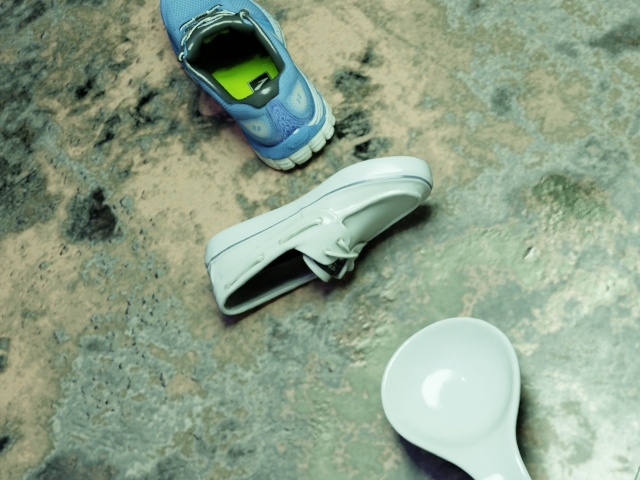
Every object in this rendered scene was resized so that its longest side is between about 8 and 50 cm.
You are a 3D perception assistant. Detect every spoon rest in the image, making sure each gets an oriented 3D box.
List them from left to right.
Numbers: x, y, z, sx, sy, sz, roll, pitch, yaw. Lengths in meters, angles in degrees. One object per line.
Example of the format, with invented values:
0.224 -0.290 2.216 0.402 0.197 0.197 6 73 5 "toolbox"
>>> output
0.149 0.179 1.276 0.137 0.084 0.276 -33 51 3 "spoon rest"

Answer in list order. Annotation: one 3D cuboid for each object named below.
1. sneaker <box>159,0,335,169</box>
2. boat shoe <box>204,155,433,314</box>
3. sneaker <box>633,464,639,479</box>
-0.102 -0.229 1.629 0.130 0.147 0.330 -39 50 -2 "sneaker"
0.000 0.000 1.462 0.267 0.096 0.088 -22 56 14 "boat shoe"
0.308 0.251 1.167 0.118 0.083 0.222 19 61 14 "sneaker"
